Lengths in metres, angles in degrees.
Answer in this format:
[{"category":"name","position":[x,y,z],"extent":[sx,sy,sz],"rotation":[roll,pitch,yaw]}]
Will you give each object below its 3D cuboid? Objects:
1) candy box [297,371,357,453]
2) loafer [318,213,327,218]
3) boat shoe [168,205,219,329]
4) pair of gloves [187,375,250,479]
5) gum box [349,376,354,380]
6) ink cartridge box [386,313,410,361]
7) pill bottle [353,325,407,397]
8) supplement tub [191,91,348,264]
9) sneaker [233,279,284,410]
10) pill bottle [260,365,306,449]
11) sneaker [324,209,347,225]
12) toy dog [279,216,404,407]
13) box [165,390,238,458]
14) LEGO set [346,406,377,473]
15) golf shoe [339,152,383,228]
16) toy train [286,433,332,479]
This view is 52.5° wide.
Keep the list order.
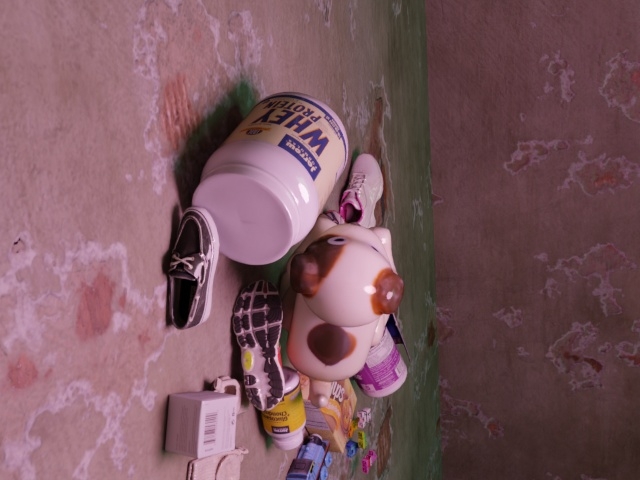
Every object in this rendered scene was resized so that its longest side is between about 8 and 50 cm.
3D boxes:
[{"category":"candy box","position":[0.015,0.445,1.833],"extent":[0.317,0.087,0.183],"rotation":[69,30,-45]},{"category":"loafer","position":[0.000,0.000,1.813],"extent":[0.050,0.056,0.148],"rotation":[-19,99,-68]},{"category":"boat shoe","position":[-0.230,0.050,1.153],"extent":[0.070,0.077,0.220],"rotation":[-13,106,-70]},{"category":"pair of gloves","position":[-0.194,0.401,1.330],"extent":[0.204,0.042,0.240],"rotation":[39,56,-65]},{"category":"gum box","position":[0.121,0.373,2.182],"extent":[0.184,0.041,0.157],"rotation":[-2,94,-69]},{"category":"ink cartridge box","position":[0.199,0.209,2.151],"extent":[0.324,0.071,0.330],"rotation":[65,8,-55]},{"category":"pill bottle","position":[0.140,0.325,2.004],"extent":[0.302,0.169,0.169],"rotation":[62,32,-25]},{"category":"supplement tub","position":[-0.093,-0.127,1.281],"extent":[0.325,0.235,0.236],"rotation":[-63,148,-50]},{"category":"sneaker","position":[-0.134,0.228,1.421],"extent":[0.118,0.107,0.279],"rotation":[107,-19,-79]},{"category":"pill bottle","position":[-0.089,0.396,1.523],"extent":[0.103,0.103,0.184],"rotation":[-52,139,-58]},{"category":"sneaker","position":[0.048,0.060,1.876],"extent":[0.121,0.111,0.300],"rotation":[124,-44,-83]},{"category":"toy dog","position":[0.026,0.124,1.401],"extent":[0.408,0.284,0.396],"rotation":[105,8,-58]},{"category":"box","position":[-0.215,0.330,1.177],"extent":[0.102,0.087,0.101],"rotation":[11,80,-57]},{"category":"LEGO set","position":[0.137,0.645,2.174],"extent":[0.093,0.086,0.228],"rotation":[-27,118,-50]},{"category":"golf shoe","position":[0.126,-0.146,2.061],"extent":[0.140,0.115,0.307],"rotation":[35,57,-62]},{"category":"toy train","position":[-0.025,0.608,1.755],"extent":[0.184,0.080,0.105],"rotation":[-60,140,-52]}]
